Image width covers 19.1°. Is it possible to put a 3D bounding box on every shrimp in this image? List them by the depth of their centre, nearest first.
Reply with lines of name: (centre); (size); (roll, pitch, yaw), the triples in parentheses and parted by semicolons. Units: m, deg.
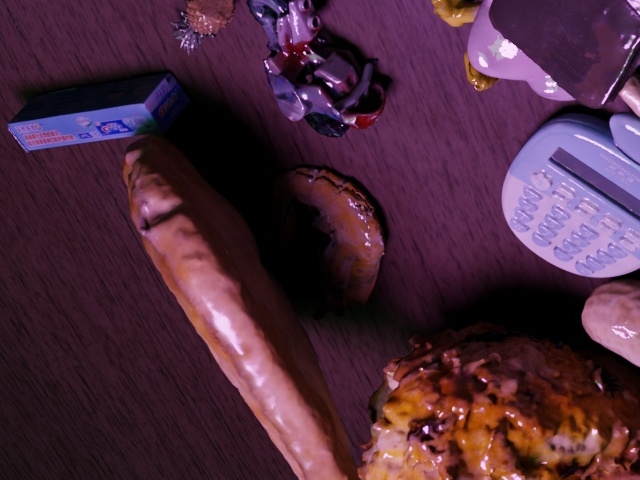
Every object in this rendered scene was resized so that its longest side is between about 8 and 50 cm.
shrimp: (-0.001, 0.001, 2.343); (0.173, 0.058, 0.253); (37, 145, 9)

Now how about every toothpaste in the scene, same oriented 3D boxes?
toothpaste: (-0.278, -0.158, 2.359); (0.272, 0.066, 0.053); (-4, 132, 44)

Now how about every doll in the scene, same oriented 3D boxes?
doll: (0.260, -0.208, 1.793); (0.365, 0.094, 0.160); (-7, 120, 44)

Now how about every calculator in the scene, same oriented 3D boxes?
calculator: (0.295, -0.050, 2.020); (0.188, 0.042, 0.303); (35, 148, 0)

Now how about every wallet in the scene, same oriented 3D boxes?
wallet: (0.253, -0.268, 1.662); (0.165, 0.042, 0.309); (46, 136, 22)

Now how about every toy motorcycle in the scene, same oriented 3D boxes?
toy motorcycle: (-0.003, -0.189, 2.059); (0.122, 0.082, 0.213); (7, 140, 37)

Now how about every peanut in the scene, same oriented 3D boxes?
peanut: (0.399, 0.117, 2.111); (0.228, 0.086, 0.104); (28, 157, 6)

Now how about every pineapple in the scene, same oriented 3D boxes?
pineapple: (-0.132, -0.249, 2.136); (0.058, 0.058, 0.124); (37, 162, -6)

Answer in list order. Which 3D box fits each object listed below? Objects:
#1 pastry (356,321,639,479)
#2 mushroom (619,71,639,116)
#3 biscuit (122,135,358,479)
pastry: (0.218, 0.239, 2.234); (0.337, 0.292, 0.405); (4, 171, -1)
mushroom: (0.363, -0.111, 1.864); (0.187, 0.060, 0.061); (35, 180, 4)
biscuit: (-0.102, 0.062, 2.297); (0.446, 0.104, 0.429); (60, -177, -24)
